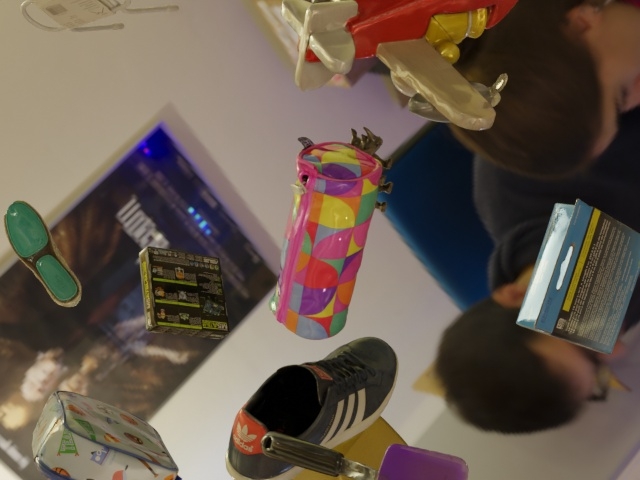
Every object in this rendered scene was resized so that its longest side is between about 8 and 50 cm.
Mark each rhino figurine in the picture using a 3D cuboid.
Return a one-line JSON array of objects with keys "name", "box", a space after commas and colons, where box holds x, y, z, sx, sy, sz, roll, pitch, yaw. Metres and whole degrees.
[{"name": "rhino figurine", "box": [0.094, -0.157, 2.126, 0.106, 0.073, 0.243, 18, 149, 15]}]

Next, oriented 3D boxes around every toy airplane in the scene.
[{"name": "toy airplane", "box": [0.128, -0.327, 1.623, 0.384, 0.386, 0.272, 7, 145, 16]}]

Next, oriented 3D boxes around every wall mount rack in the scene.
[{"name": "wall mount rack", "box": [-0.524, -0.565, 2.358, 0.350, 0.130, 0.304, -5, 150, 39]}]

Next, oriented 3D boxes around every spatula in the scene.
[{"name": "spatula", "box": [0.031, 0.243, 1.063, 0.030, 0.084, 0.296, 21, 168, -38]}]

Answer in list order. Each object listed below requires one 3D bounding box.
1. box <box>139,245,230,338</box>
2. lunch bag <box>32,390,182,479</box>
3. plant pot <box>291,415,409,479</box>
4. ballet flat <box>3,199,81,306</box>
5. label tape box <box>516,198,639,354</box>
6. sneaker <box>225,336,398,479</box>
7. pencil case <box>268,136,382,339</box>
[{"name": "box", "box": [-0.291, 0.113, 2.149, 0.190, 0.184, 0.045, 10, 151, -40]}, {"name": "lunch bag", "box": [-0.367, 0.366, 1.730, 0.243, 0.115, 0.303, 28, 179, -19]}, {"name": "plant pot", "box": [0.039, 0.412, 1.822, 0.212, 0.212, 0.187, 8, 130, 39]}, {"name": "ballet flat", "box": [-0.387, 0.023, 1.391, 0.168, 0.057, 0.052, 59, 167, 8]}, {"name": "label tape box", "box": [0.464, 0.063, 1.851, 0.106, 0.241, 0.333, 18, 178, 41]}, {"name": "sneaker", "box": [0.004, 0.219, 1.476, 0.131, 0.350, 0.148, 28, 133, 26]}, {"name": "pencil case", "box": [0.000, 0.000, 1.138, 0.104, 0.104, 0.236, 34, 130, 33]}]
